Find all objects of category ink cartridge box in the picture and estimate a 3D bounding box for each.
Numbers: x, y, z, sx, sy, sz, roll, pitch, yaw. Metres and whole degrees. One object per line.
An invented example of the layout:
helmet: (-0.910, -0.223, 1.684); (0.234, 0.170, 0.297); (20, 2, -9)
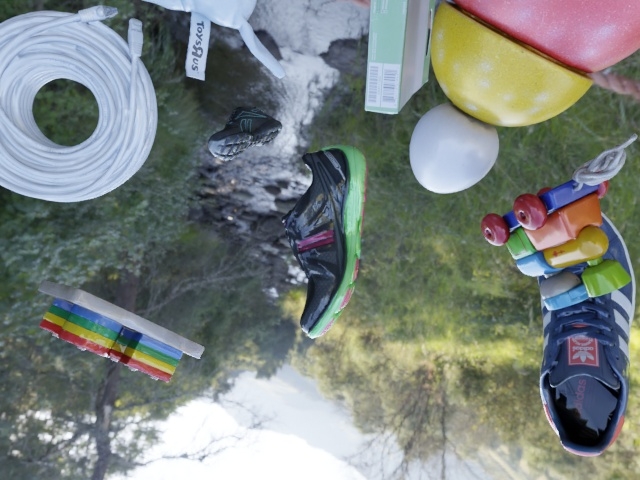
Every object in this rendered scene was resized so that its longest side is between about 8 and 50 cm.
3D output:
ink cartridge box: (0.126, -0.305, 0.868); (0.056, 0.171, 0.235); (9, -151, 16)

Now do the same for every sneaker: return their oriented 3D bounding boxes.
sneaker: (-0.217, -0.291, 1.522); (0.106, 0.101, 0.267); (48, -143, 7)
sneaker: (0.361, 0.123, 0.781); (0.131, 0.349, 0.148); (-7, -179, 30)
sneaker: (0.000, 0.000, 1.430); (0.202, 0.482, 0.185); (6, 172, 7)

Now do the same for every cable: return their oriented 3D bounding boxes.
cable: (-0.360, -0.183, 0.796); (0.257, 0.256, 0.089); (-6, -170, -9)

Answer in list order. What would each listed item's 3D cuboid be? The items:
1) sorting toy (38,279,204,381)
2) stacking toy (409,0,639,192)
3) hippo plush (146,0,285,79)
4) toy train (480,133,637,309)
sorting toy: (-0.394, 0.175, 1.073); (0.255, 0.089, 0.257); (35, 160, -33)
stacking toy: (0.244, -0.266, 0.695); (0.351, 0.479, 0.350); (23, -152, -13)
hippo plush: (-0.154, -0.354, 0.629); (0.235, 0.294, 0.236); (-3, 180, -8)
toy train: (0.287, -0.004, 0.619); (0.105, 0.143, 0.248); (-25, 173, -13)
